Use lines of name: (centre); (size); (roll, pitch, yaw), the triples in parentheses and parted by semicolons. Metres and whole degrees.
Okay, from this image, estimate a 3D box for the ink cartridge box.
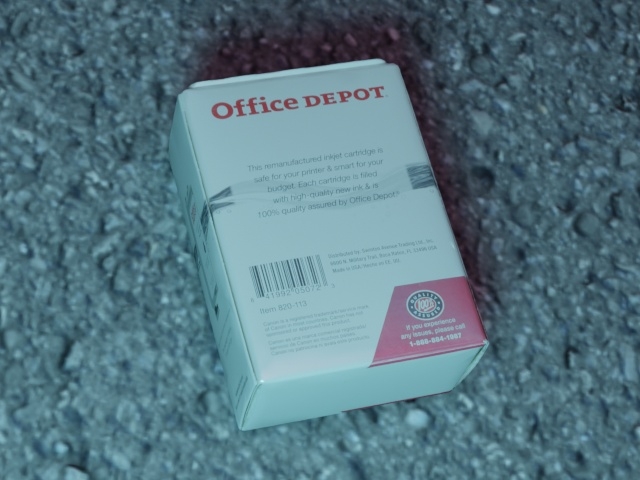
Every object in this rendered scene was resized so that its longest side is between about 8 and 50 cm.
ink cartridge box: (0.000, 0.000, 1.409); (0.207, 0.117, 0.283); (-9, 66, -16)
